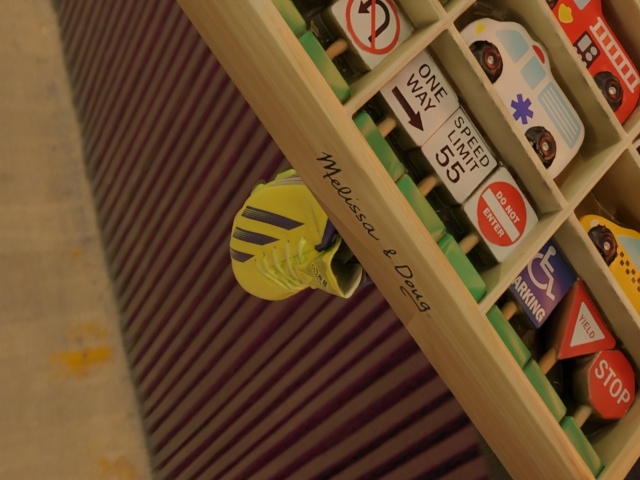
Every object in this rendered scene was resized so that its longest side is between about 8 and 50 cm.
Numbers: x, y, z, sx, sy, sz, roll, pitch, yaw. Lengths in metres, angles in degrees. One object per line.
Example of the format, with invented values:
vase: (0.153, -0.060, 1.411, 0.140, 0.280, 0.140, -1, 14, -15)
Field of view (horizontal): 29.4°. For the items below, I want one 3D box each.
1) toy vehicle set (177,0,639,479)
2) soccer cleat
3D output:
toy vehicle set: (0.068, -0.051, 0.462, 0.166, 0.035, 0.267, -46, 109, -30)
soccer cleat: (-0.001, -0.001, 0.958, 0.093, 0.289, 0.121, 17, 60, -23)
